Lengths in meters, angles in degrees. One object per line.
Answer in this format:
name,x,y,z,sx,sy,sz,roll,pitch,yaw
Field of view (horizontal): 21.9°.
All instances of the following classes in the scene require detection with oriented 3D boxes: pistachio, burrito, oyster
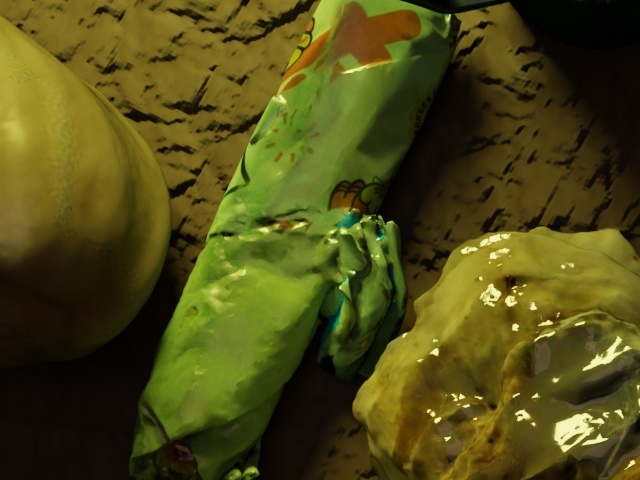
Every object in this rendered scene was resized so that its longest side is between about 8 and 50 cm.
pistachio,-0.170,-0.039,0.796,0.238,0.153,0.137,41,131,22
burrito,0.000,0.000,0.781,0.104,0.054,0.288,24,84,17
oyster,0.127,0.088,0.703,0.233,0.107,0.161,35,97,22

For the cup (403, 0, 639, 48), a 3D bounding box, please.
cup,0.099,-0.151,0.731,0.176,0.155,0.131,-21,73,12
